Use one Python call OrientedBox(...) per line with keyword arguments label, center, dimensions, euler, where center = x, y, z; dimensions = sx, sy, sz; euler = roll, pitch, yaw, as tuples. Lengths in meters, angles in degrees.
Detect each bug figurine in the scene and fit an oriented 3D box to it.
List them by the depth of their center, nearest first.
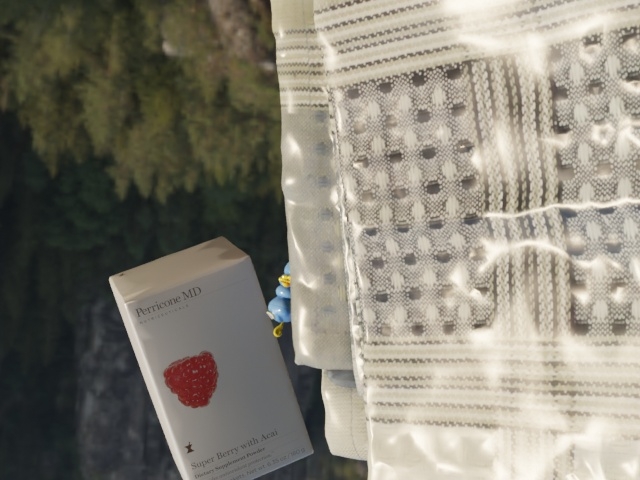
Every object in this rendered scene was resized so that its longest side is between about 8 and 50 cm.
OrientedBox(label="bug figurine", center=(0.000, 0.000, 1.157), dimensions=(0.072, 0.216, 0.279), euler=(23, 165, -6))

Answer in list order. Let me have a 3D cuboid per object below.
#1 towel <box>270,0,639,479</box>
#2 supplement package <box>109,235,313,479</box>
OrientedBox(label="towel", center=(0.103, -0.025, 0.428), dimensions=(0.324, 0.312, 0.056), euler=(-1, -172, 41))
OrientedBox(label="supplement package", center=(-0.152, 0.168, 1.364), dimensions=(0.177, 0.293, 0.175), euler=(-21, -165, -14))
